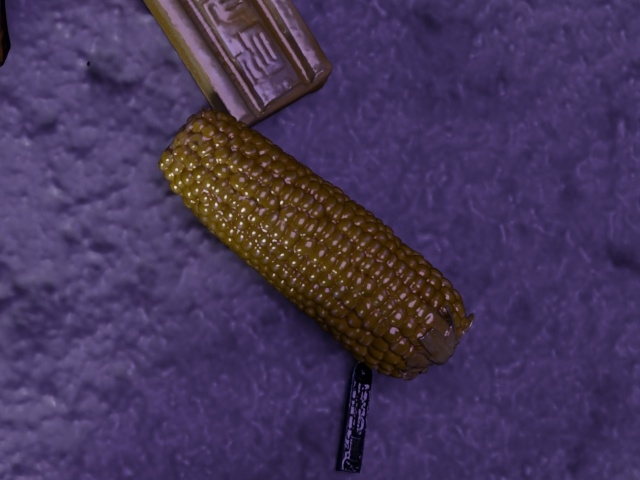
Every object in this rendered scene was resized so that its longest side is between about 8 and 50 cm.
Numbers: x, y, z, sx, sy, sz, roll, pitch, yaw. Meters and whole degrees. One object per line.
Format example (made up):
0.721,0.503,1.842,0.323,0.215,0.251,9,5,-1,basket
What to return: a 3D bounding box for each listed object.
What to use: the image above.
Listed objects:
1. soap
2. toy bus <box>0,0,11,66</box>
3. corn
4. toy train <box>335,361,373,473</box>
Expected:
-0.093,-0.203,1.257,0.092,0.037,0.252,-34,93,-18,soap
-0.266,-0.326,1.192,0.092,0.093,0.409,-3,82,-10,toy bus
-0.003,0.003,1.227,0.260,0.091,0.091,41,113,-8,corn
0.026,0.131,1.255,0.017,0.017,0.083,11,79,-18,toy train
